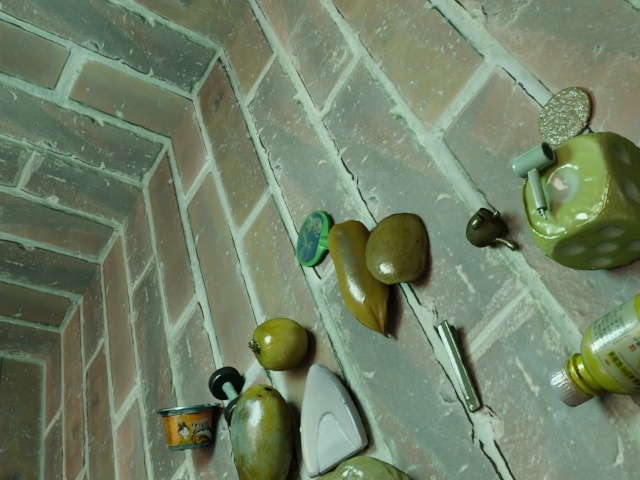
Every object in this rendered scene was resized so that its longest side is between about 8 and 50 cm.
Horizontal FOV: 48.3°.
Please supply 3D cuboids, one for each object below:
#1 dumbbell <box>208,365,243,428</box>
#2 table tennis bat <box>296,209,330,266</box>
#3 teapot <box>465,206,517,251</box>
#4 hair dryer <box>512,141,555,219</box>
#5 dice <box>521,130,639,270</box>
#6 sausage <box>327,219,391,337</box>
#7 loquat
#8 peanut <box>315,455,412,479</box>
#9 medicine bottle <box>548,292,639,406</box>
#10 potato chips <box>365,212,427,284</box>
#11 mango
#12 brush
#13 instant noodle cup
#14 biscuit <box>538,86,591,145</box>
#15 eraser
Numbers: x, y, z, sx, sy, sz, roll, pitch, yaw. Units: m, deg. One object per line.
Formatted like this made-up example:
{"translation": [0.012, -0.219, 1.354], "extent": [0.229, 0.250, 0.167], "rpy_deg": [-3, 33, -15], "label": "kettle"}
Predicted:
{"translation": [-0.243, 0.441, 1.999], "extent": [0.100, 0.100, 0.191], "rpy_deg": [-65, 32, 10], "label": "dumbbell"}
{"translation": [0.000, 0.000, 1.926], "extent": [0.257, 0.039, 0.161], "rpy_deg": [14, 88, 60], "label": "table tennis bat"}
{"translation": [0.333, -0.012, 1.397], "extent": [0.080, 0.085, 0.110], "rpy_deg": [-54, 56, 27], "label": "teapot"}
{"translation": [0.348, -0.091, 1.135], "extent": [0.063, 0.037, 0.125], "rpy_deg": [-33, 52, 45], "label": "hair dryer"}
{"translation": [0.446, -0.059, 1.160], "extent": [0.169, 0.169, 0.166], "rpy_deg": [-33, 47, 46], "label": "dice"}
{"translation": [0.097, 0.090, 1.671], "extent": [0.112, 0.112, 0.328], "rpy_deg": [-47, 42, 33], "label": "sausage"}
{"translation": [-0.106, 0.268, 1.845], "extent": [0.163, 0.163, 0.137], "rpy_deg": [-139, 41, -56], "label": "loquat"}
{"translation": [0.076, 0.516, 1.439], "extent": [0.291, 0.143, 0.159], "rpy_deg": [-26, 77, 48], "label": "peanut"}
{"translation": [0.448, 0.176, 1.079], "extent": [0.212, 0.121, 0.122], "rpy_deg": [-45, 41, 35], "label": "medicine bottle"}
{"translation": [0.167, 0.010, 1.609], "extent": [0.150, 0.049, 0.202], "rpy_deg": [-9, 46, 21], "label": "potato chips"}
{"translation": [-0.150, 0.520, 1.781], "extent": [0.192, 0.146, 0.317], "rpy_deg": [-21, 63, 60], "label": "mango"}
{"translation": [0.275, 0.244, 1.398], "extent": [0.034, 0.027, 0.191], "rpy_deg": [-47, 46, 38], "label": "brush"}
{"translation": [-0.391, 0.555, 2.116], "extent": [0.208, 0.177, 0.126], "rpy_deg": [-17, 72, 37], "label": "instant noodle cup"}
{"translation": [0.466, -0.238, 1.366], "extent": [0.120, 0.015, 0.120], "rpy_deg": [-30, 51, 46], "label": "biscuit"}
{"translation": [0.022, 0.400, 1.659], "extent": [0.204, 0.059, 0.244], "rpy_deg": [-43, 45, 37], "label": "eraser"}
